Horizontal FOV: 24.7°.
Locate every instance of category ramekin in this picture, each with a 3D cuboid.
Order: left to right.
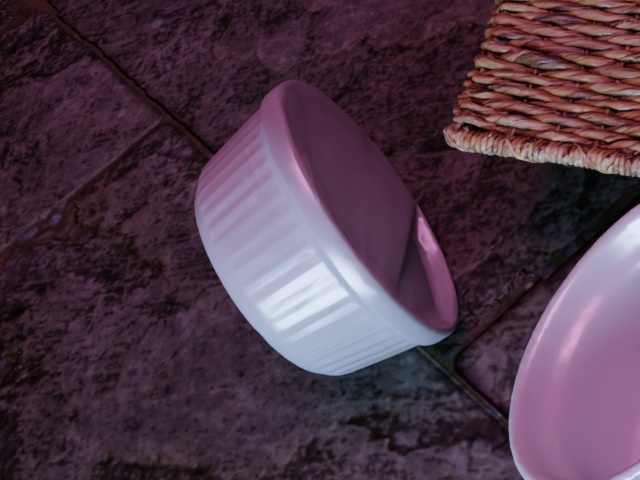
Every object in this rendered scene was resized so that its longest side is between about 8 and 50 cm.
[{"bbox_3d":[0.000,0.000,1.334,0.127,0.273,0.273,-35,42,18],"label":"ramekin"},{"bbox_3d":[0.281,0.099,1.089,0.277,0.135,0.277,-49,19,23],"label":"ramekin"}]

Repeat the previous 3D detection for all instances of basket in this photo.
[{"bbox_3d":[0.295,-0.117,1.291,0.299,0.213,0.223,10,71,32],"label":"basket"}]
